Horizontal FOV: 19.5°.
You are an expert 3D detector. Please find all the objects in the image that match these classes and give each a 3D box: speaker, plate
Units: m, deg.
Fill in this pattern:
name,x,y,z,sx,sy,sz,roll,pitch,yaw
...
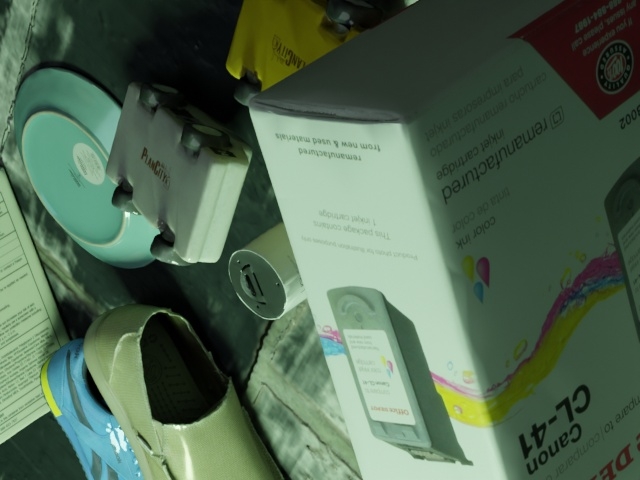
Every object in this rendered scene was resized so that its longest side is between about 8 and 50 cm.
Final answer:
name,x,y,z,sx,sy,sz,roll,pitch,yaw
speaker,0.000,0.000,1.289,0.055,0.136,0.055,28,135,32
plate,-0.200,-0.055,1.560,0.188,0.024,0.188,29,136,32

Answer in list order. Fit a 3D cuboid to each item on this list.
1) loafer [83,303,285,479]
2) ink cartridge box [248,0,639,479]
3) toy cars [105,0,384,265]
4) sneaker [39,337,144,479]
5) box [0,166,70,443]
name,x,y,z,sx,sy,sz,roll,pitch,yaw
loafer,-0.103,0.167,1.561,0.268,0.102,0.092,55,149,2
ink cartridge box,0.112,0.012,1.102,0.131,0.226,0.306,8,124,46
toy cars,-0.039,-0.082,1.303,0.393,0.087,0.177,-32,55,54
sneaker,-0.174,0.182,1.679,0.082,0.069,0.209,-24,98,49
box,-0.339,0.063,1.700,0.126,0.148,0.232,5,121,47
